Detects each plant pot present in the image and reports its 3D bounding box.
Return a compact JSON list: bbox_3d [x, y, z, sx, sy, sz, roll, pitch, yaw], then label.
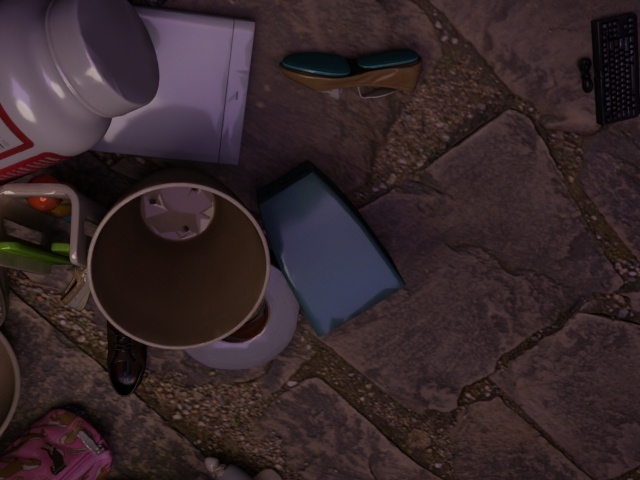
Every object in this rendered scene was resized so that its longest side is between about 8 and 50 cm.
[{"bbox_3d":[0.000,0.000,1.554,0.165,0.166,0.234,-32,107,4],"label":"plant pot"},{"bbox_3d":[-0.219,-0.009,1.450,0.256,0.274,0.256,-3,112,-9],"label":"plant pot"}]

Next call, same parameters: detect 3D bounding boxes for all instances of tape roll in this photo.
[{"bbox_3d":[-0.148,0.112,1.621,0.219,0.072,0.219,-3,112,-7],"label":"tape roll"}]

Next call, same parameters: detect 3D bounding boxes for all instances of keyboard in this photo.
[{"bbox_3d":[0.488,-0.285,1.589,0.108,0.023,0.180,-12,112,-4],"label":"keyboard"}]

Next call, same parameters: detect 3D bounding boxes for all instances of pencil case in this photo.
[{"bbox_3d":[-0.500,0.424,1.522,0.160,0.386,0.167,32,120,10],"label":"pencil case"}]

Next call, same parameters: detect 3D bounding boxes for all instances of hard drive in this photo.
[{"bbox_3d":[-0.290,-0.249,1.465,0.353,0.047,0.233,5,111,-11],"label":"hard drive"}]

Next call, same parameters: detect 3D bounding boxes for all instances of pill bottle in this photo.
[{"bbox_3d":[-0.439,-0.199,1.298,0.407,0.229,0.229,-18,115,21],"label":"pill bottle"}]

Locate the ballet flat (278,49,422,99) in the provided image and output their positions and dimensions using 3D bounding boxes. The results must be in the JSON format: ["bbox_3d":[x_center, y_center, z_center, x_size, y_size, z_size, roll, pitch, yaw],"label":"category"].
[{"bbox_3d":[0.050,-0.257,1.503,0.232,0.080,0.073,-3,127,-6],"label":"ballet flat"}]

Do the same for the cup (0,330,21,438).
[{"bbox_3d":[-0.665,0.285,1.504,0.331,0.331,0.237,15,135,-14],"label":"cup"}]

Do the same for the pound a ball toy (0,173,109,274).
[{"bbox_3d":[-0.429,-0.024,1.387,0.208,0.319,0.136,0,84,1],"label":"pound a ball toy"}]

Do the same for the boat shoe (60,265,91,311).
[{"bbox_3d":[-0.394,0.056,1.570,0.045,0.050,0.135,20,107,-22],"label":"boat shoe"}]

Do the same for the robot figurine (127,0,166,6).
[{"bbox_3d":[-0.274,-0.444,1.324,0.278,0.173,0.209,-41,115,8],"label":"robot figurine"}]

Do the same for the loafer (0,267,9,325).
[{"bbox_3d":[-0.557,0.011,1.508,0.102,0.092,0.268,-6,97,-8],"label":"loafer"}]

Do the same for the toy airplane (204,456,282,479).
[{"bbox_3d":[-0.234,0.547,1.613,0.384,0.386,0.272,-1,124,-9],"label":"toy airplane"}]

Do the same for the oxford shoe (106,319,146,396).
[{"bbox_3d":[-0.325,0.162,1.600,0.083,0.096,0.227,-2,110,-6],"label":"oxford shoe"}]
